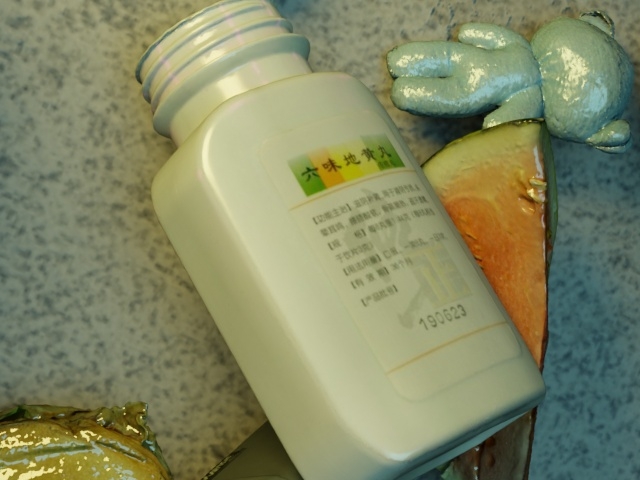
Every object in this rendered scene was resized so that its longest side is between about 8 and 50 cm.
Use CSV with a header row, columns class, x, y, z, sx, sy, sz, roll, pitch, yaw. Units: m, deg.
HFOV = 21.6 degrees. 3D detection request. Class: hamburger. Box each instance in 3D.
class,x,y,z,sx,sy,sz,roll,pitch,yaw
hamburger,-0.192,0.207,1.114,0.215,0.122,0.189,-19,95,-12

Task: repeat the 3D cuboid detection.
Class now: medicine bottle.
class,x,y,z,sx,sy,sz,roll,pitch,yaw
medicine bottle,0.000,0.000,1.091,0.179,0.124,0.324,-19,75,-42

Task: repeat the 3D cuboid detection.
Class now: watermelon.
class,x,y,z,sx,sy,sz,roll,pitch,yaw
watermelon,0.099,0.045,1.191,0.128,0.159,0.303,5,106,7

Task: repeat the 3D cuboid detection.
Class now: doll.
class,x,y,z,sx,sy,sz,roll,pitch,yaw
doll,0.139,-0.110,1.221,0.179,0.075,0.120,-5,67,2

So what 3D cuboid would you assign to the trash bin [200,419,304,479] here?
class,x,y,z,sx,sy,sz,roll,pitch,yaw
trash bin,-0.013,0.215,1.116,0.101,0.236,0.177,-12,103,25
